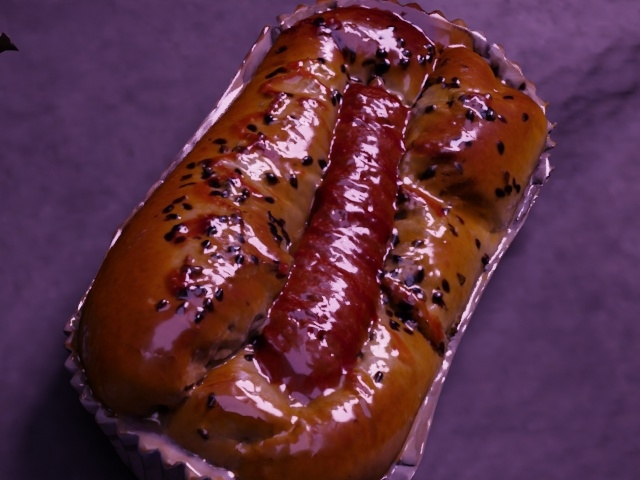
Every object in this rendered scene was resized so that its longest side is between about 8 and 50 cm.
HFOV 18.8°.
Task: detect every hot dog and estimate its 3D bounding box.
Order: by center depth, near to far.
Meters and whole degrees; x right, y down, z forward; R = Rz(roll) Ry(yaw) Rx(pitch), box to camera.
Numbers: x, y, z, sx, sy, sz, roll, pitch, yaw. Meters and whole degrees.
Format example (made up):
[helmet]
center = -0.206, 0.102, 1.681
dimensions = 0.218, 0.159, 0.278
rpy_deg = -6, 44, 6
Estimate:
[hot dog]
center = 0.000, 0.000, 0.565
dimensions = 0.108, 0.059, 0.191
rpy_deg = 27, 52, 3

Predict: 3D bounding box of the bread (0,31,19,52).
[bread]
center = -0.257, -0.140, 0.488
dimensions = 0.279, 0.207, 0.279
rpy_deg = -25, 59, -2
